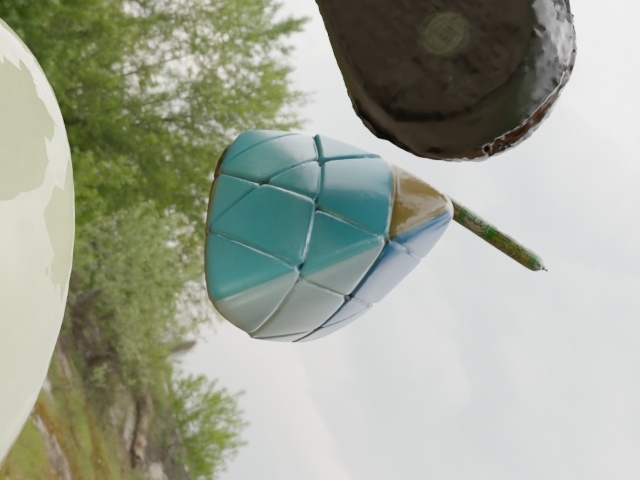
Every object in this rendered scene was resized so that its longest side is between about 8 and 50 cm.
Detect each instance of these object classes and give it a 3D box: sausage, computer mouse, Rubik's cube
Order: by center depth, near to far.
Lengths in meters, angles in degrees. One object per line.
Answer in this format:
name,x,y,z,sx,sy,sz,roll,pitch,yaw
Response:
computer mouse,0.080,-0.208,0.580,0.116,0.183,0.323,22,48,-69
Rubik's cube,0.000,0.000,0.684,0.254,0.254,0.254,56,-22,36
sausage,0.265,-0.024,1.223,0.269,0.033,0.033,34,-24,5

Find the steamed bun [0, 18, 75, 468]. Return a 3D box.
steamed bun,-0.310,0.087,0.272,0.290,0.456,0.371,47,12,8
